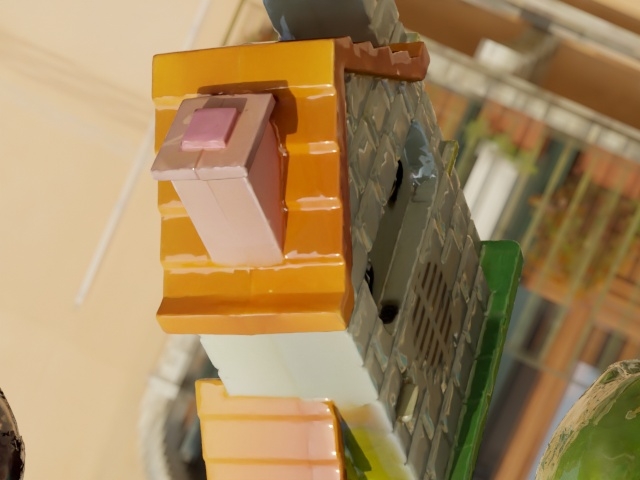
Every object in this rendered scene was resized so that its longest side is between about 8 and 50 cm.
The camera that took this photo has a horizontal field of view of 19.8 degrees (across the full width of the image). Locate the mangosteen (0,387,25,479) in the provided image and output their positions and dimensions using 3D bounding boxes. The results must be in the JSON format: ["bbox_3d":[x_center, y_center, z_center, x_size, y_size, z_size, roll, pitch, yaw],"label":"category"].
[{"bbox_3d":[-0.260,0.130,1.065,0.166,0.166,0.180,22,151,-17],"label":"mangosteen"}]

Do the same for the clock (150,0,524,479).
[{"bbox_3d":[0.000,0.000,0.877,0.106,0.220,0.255,-3,135,23],"label":"clock"}]

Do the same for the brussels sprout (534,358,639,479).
[{"bbox_3d":[0.332,0.212,1.446,0.344,0.344,0.268,29,163,38],"label":"brussels sprout"}]
